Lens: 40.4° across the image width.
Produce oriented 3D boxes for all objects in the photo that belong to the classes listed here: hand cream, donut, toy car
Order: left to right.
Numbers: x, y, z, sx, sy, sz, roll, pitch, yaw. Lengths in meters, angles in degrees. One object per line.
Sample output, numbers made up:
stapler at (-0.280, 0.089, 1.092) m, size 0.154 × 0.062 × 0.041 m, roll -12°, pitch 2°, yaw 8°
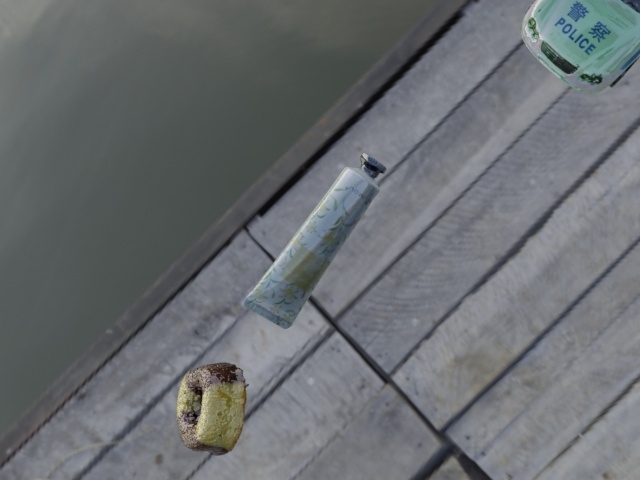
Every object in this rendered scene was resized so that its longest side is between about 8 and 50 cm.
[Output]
donut at (-0.152, 0.226, 1.188) m, size 0.140 × 0.059 × 0.141 m, roll -26°, pitch 59°, yaw 56°
hand cream at (0.000, 0.000, 0.868) m, size 0.195 × 0.067 × 0.042 m, roll -56°, pitch 40°, yaw 3°
toy car at (0.248, -0.212, 0.643) m, size 0.090 × 0.076 × 0.224 m, roll 43°, pitch 89°, yaw 5°
